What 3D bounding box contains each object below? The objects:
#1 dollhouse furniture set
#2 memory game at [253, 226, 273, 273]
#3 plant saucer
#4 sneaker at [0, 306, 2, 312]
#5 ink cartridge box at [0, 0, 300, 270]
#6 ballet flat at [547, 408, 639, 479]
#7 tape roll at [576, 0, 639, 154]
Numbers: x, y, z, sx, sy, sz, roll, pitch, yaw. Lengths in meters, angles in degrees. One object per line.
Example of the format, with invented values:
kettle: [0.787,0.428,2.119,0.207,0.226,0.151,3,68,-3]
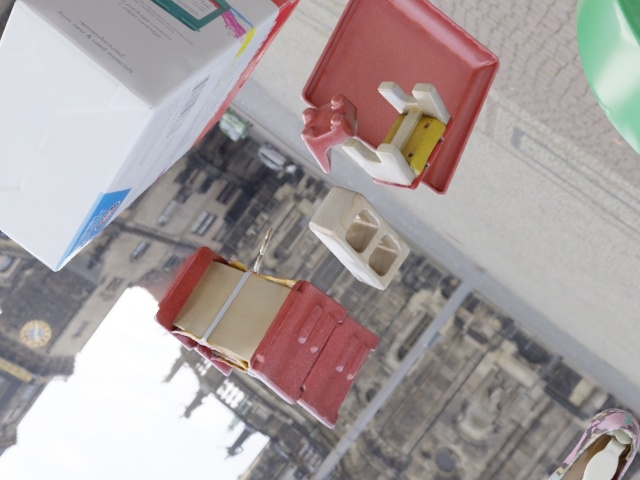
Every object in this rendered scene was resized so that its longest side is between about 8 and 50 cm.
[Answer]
dollhouse furniture set: [0.000,0.000,0.841,0.201,0.374,0.152,17,160,45]
memory game: [-0.142,0.056,1.629,0.012,0.186,0.186,20,-176,-2]
plant saucer: [0.117,-0.231,1.045,0.259,0.258,0.048,32,161,-18]
sneaker: [-0.484,0.046,0.973,0.292,0.108,0.169,-10,107,57]
ink cartridge box: [-0.102,-0.102,0.436,0.078,0.134,0.231,39,-144,-7]
ballet flat: [0.311,0.302,0.856,0.077,0.221,0.079,31,-170,23]
tape roll: [0.345,-0.158,0.483,0.321,0.321,0.077,38,162,18]
